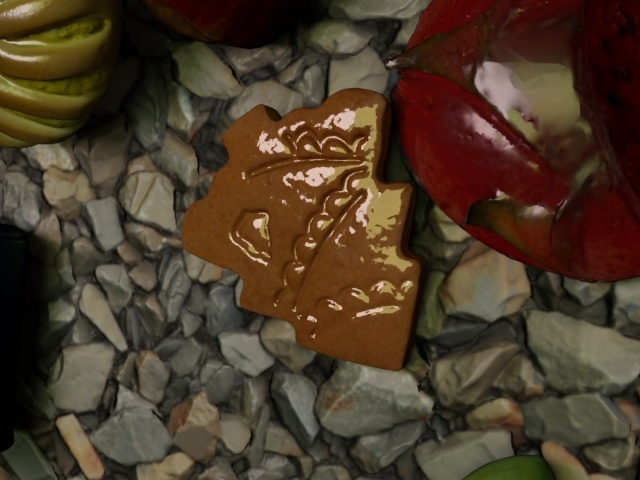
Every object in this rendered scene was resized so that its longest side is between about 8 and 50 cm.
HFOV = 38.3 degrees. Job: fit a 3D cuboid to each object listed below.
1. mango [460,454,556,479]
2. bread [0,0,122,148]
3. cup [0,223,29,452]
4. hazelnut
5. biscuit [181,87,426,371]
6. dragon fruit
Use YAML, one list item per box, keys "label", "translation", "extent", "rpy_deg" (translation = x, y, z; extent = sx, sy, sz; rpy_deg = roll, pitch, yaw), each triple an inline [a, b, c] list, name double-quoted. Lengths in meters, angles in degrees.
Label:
- label: "mango"
  translation: [0.153, 0.316, 0.872]
  extent: [0.137, 0.091, 0.237]
  rpy_deg: [4, 86, 16]
- label: "bread"
  translation: [-0.331, -0.251, 0.957]
  extent: [0.333, 0.160, 0.332]
  rpy_deg: [21, 118, 44]
- label: "cup"
  translation: [-0.464, 0.101, 1.030]
  extent: [0.178, 0.255, 0.256]
  rpy_deg: [8, 93, 60]
- label: "hazelnut"
  translation: [-0.104, -0.281, 0.929]
  extent: [0.202, 0.170, 0.160]
  rpy_deg: [21, 78, 3]
- label: "biscuit"
  translation: [0.000, 0.000, 0.936]
  extent: [0.284, 0.043, 0.306]
  rpy_deg: [-37, 81, 24]
- label: "dragon fruit"
  translation: [0.185, -0.126, 0.850]
  extent: [0.282, 0.100, 0.343]
  rpy_deg: [-6, 88, 26]
